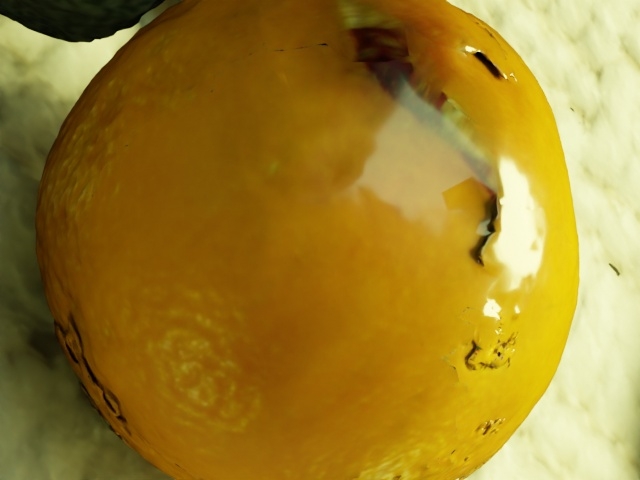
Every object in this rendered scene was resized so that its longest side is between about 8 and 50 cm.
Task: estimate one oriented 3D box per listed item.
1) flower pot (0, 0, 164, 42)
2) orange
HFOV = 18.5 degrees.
[{"bbox_3d":[-0.165,-0.264,0.847,0.283,0.299,0.299,25,49,-38],"label":"flower pot"},{"bbox_3d":[0.000,0.000,0.870,0.246,0.246,0.246,24,50,-32],"label":"orange"}]
